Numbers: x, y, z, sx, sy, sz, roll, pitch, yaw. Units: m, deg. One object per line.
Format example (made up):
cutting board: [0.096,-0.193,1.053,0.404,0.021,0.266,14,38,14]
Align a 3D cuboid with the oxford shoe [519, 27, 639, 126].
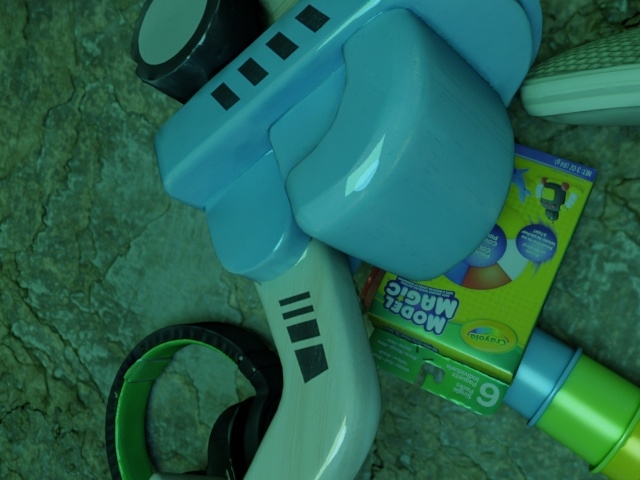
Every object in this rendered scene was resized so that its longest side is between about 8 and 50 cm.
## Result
oxford shoe: [0.371,-0.103,0.531,0.450,0.169,0.130,-1,118,21]

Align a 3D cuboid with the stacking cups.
stacking cups: [0.181,0.114,0.671,0.316,0.096,0.096,33,107,20]

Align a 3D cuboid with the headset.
headset: [-0.091,0.258,0.736,0.394,0.185,0.243,46,111,22]

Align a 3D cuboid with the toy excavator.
toy excavator: [0.000,0.000,0.547,0.433,0.222,0.445,-37,52,23]

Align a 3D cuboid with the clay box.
clay box: [0.131,0.022,0.634,0.128,0.053,0.222,22,72,18]
